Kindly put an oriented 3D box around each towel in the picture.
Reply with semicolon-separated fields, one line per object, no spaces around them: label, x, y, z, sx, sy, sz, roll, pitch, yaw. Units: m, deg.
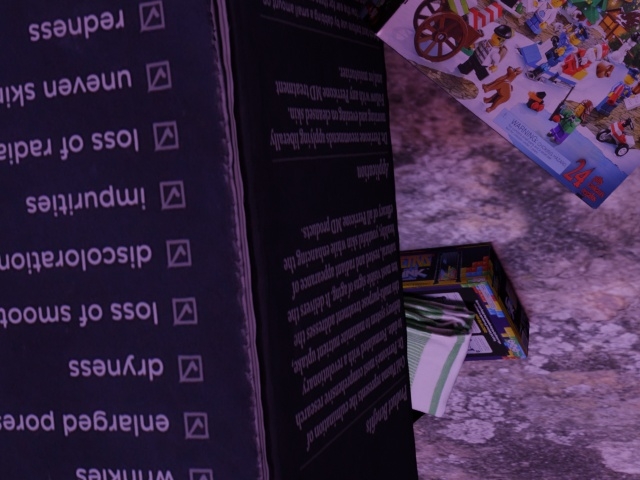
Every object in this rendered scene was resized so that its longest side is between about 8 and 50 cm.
towel;-0.006;0.115;1.131;0.324;0.038;0.248;10;150;5

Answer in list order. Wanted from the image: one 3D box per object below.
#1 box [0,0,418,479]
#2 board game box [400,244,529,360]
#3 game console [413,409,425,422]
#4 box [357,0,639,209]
box;-0.202;0.055;0.700;0.479;0.472;0.297;-3;-177;20
board game box;0.137;0.072;1.097;0.141;0.048;0.170;-4;145;24
game console;-0.031;0.172;1.308;0.361;0.044;0.213;10;147;-2
box;0.161;-0.141;0.678;0.233;0.044;0.159;31;109;-31
